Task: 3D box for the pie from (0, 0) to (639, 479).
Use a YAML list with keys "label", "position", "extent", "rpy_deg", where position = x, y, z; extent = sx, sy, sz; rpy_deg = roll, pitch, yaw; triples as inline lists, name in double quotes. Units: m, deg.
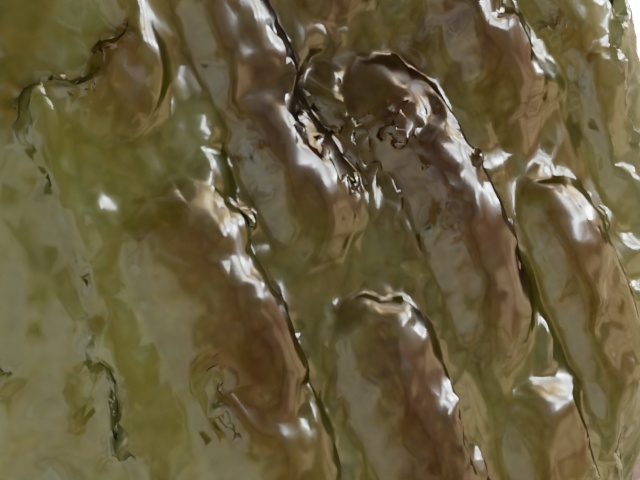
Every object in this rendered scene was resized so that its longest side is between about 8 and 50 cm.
- label: "pie"
  position: [0.000, 0.000, 0.455]
  extent: [0.071, 0.306, 0.306]
  rpy_deg: [-11, -160, 42]
